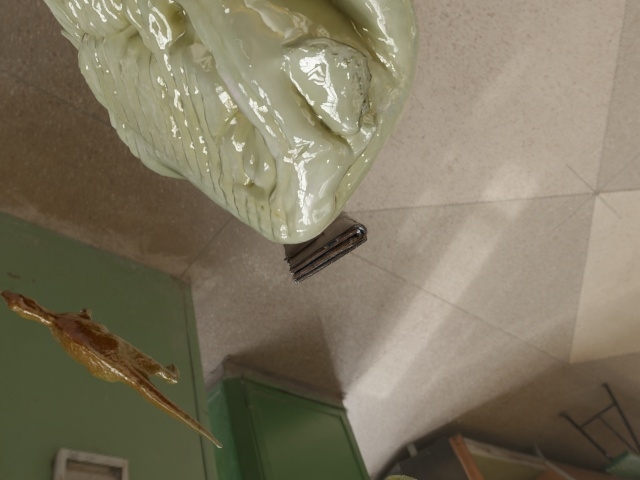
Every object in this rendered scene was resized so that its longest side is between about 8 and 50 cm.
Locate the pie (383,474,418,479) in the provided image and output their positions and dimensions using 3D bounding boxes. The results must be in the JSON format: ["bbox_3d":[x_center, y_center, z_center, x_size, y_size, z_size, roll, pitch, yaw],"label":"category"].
[{"bbox_3d":[0.121,0.363,0.811,0.084,0.084,0.021,4,122,-24],"label":"pie"}]

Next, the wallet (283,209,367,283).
[{"bbox_3d":[0.000,0.000,0.890,0.124,0.230,0.042,-32,103,0],"label":"wallet"}]

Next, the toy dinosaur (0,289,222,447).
[{"bbox_3d":[-0.153,0.089,0.426,0.039,0.162,0.126,-56,138,-12],"label":"toy dinosaur"}]

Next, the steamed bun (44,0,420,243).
[{"bbox_3d":[-0.066,-0.209,0.463,0.237,0.394,0.346,-42,-176,-27],"label":"steamed bun"}]
